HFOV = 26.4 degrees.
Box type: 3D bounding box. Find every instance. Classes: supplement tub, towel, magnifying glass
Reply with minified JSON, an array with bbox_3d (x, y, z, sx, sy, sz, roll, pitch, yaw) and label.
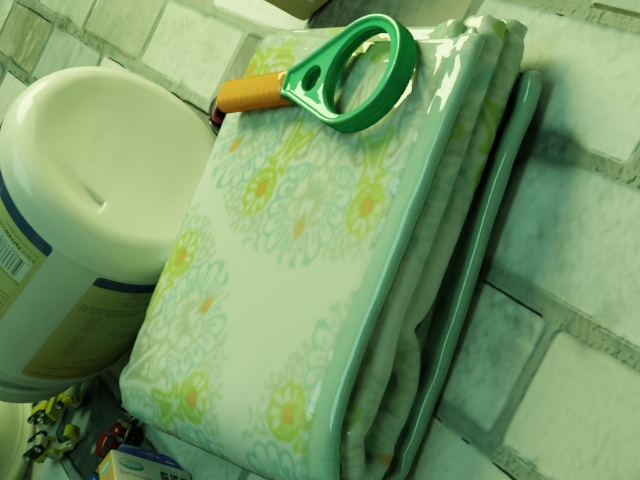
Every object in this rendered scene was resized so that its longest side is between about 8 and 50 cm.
[{"bbox_3d":[-0.249,0.006,1.329,0.316,0.228,0.228,-44,36,44],"label":"supplement tub"},{"bbox_3d":[0.000,0.000,1.080,0.321,0.090,0.374,10,76,56],"label":"towel"},{"bbox_3d":[-0.009,-0.124,1.075,0.231,0.026,0.092,-3,66,54],"label":"magnifying glass"}]

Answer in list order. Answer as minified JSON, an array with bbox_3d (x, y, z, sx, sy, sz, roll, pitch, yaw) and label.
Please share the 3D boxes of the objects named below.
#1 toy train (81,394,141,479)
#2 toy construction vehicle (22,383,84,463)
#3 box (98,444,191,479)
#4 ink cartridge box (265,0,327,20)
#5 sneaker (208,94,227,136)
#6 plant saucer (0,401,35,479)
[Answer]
[{"bbox_3d":[-0.198,0.198,1.320,0.027,0.036,0.158,23,89,60],"label":"toy train"},{"bbox_3d":[-0.282,0.197,1.468,0.098,0.035,0.085,-37,30,37],"label":"toy construction vehicle"},{"bbox_3d":[-0.144,0.233,1.165,0.028,0.081,0.136,-53,32,23],"label":"box"},{"bbox_3d":[-0.020,-0.329,1.248,0.235,0.193,0.088,-35,42,43],"label":"ink cartridge box"},{"bbox_3d":[-0.074,-0.119,1.304,0.178,0.077,0.072,27,93,61],"label":"sneaker"},{"bbox_3d":[-0.521,0.197,1.496,0.400,0.401,0.100,-103,10,-47],"label":"plant saucer"}]
